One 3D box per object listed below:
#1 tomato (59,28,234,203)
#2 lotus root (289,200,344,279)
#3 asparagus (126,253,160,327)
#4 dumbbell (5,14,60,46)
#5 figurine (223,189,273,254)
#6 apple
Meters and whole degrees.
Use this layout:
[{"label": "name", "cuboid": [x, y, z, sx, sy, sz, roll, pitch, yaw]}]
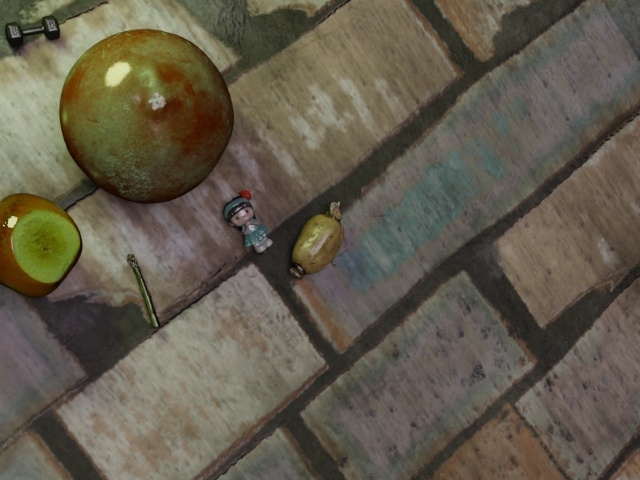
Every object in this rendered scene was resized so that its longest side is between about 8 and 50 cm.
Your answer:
[{"label": "tomato", "cuboid": [-0.263, -0.195, 1.585, 0.270, 0.222, 0.270, 3, 81, -18]}, {"label": "lotus root", "cuboid": [0.000, 0.000, 1.751, 0.072, 0.063, 0.152, 29, 78, -6]}, {"label": "asparagus", "cuboid": [-0.285, 0.081, 1.655, 0.015, 0.018, 0.127, -21, 89, 18]}, {"label": "dumbbell", "cuboid": [-0.455, -0.331, 1.624, 0.083, 0.040, 0.036, -16, 60, -22]}, {"label": "figurine", "cuboid": [-0.117, -0.029, 1.717, 0.060, 0.047, 0.106, -35, 102, -4]}, {"label": "apple", "cuboid": [-0.430, 0.008, 1.528, 0.147, 0.163, 0.146, 35, 74, -19]}]
